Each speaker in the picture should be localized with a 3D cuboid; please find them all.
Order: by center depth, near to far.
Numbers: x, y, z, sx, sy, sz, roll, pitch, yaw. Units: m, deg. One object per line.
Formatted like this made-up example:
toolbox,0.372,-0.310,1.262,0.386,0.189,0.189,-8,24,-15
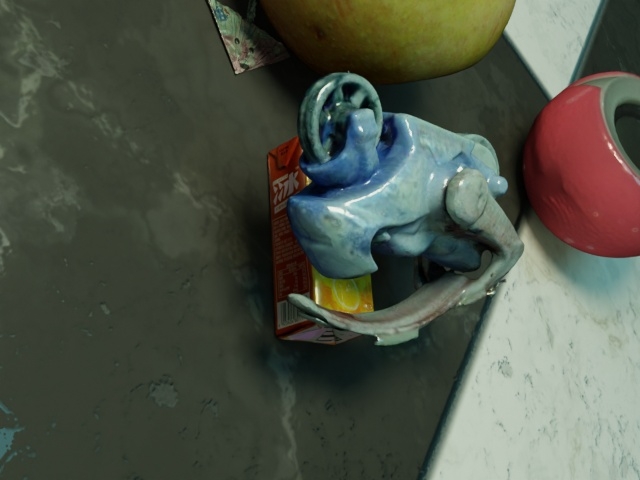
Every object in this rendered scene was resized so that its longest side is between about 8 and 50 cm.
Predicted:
speaker,0.453,-0.113,1.300,0.294,0.294,0.294,18,62,-39

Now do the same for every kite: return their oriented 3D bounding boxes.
kite,-0.087,-0.261,1.017,0.139,0.011,0.156,30,56,-37

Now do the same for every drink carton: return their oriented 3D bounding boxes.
drink carton,0.000,0.000,0.956,0.096,0.071,0.222,12,65,-41

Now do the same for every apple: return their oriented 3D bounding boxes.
apple,0.078,-0.321,0.990,0.319,0.319,0.277,-16,99,-46

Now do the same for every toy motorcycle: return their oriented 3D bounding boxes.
toy motorcycle,0.089,-0.020,0.865,0.319,0.182,0.241,14,64,-43
